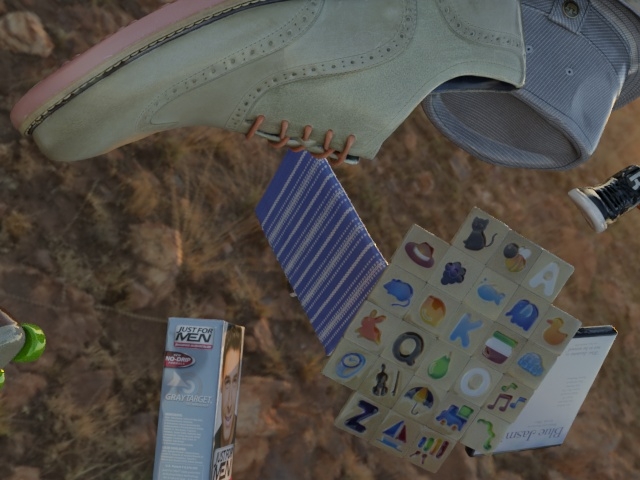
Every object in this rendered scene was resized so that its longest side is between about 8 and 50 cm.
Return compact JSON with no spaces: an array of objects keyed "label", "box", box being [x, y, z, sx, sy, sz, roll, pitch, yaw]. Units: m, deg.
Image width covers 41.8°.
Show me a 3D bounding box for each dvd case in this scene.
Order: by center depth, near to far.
[{"label":"dvd case","box":[0.339,0.237,1.304,0.180,0.253,0.022,-2,36,-21]}]

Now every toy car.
[{"label":"toy car","box":[-0.474,0.097,1.066,0.188,0.149,0.155,53,7,16]}]

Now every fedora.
[{"label":"fedora","box":[0.210,-0.156,0.872,0.275,0.243,0.124,27,64,-21]}]

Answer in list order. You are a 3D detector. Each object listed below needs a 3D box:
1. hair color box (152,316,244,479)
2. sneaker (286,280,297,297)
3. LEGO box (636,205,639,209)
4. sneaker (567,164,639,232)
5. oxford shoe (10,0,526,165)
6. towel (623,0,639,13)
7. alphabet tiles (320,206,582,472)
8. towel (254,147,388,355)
[{"label":"hair color box","box":[-0.233,0.343,1.619,0.185,0.113,0.375,53,40,-78]},{"label":"sneaker","box":[-0.030,0.018,1.767,0.106,0.281,0.163,-33,89,-27]},{"label":"LEGO box","box":[0.969,0.021,1.791,0.500,0.193,0.372,29,19,-20]},{"label":"sneaker","box":[0.462,-0.076,1.318,0.079,0.121,0.217,55,15,10]},{"label":"oxford shoe","box":[-0.016,-0.116,0.613,0.140,0.396,0.147,-167,-123,-76]},{"label":"towel","box":[0.589,-0.403,1.256,0.374,0.320,0.090,22,83,-48]},{"label":"alphabet tiles","box":[0.175,0.139,1.105,0.285,0.343,0.011,28,10,-18]},{"label":"towel","box":[0.000,0.000,1.446,0.040,0.243,0.336,-9,57,-34]}]
